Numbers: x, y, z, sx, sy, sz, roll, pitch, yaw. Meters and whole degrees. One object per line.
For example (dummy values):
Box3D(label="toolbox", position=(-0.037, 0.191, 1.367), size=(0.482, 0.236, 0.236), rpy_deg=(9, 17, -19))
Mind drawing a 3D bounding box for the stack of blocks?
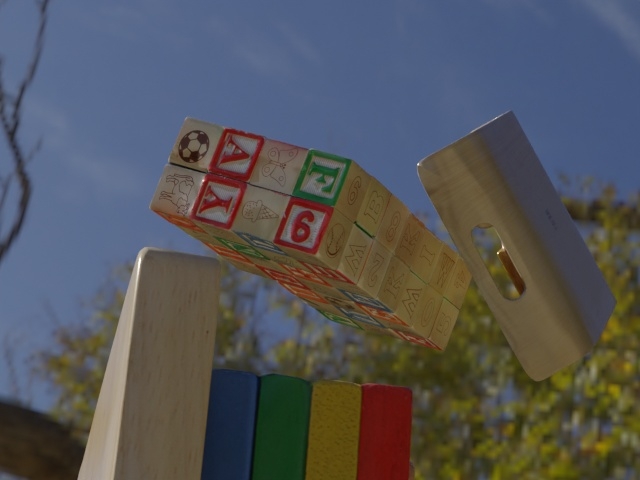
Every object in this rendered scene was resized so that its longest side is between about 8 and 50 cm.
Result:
Box3D(label="stack of blocks", position=(0.000, 0.000, 1.659), size=(0.171, 0.087, 0.297), rpy_deg=(15, -12, 30))

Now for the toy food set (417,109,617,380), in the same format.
Box3D(label="toy food set", position=(0.177, 0.002, 1.745), size=(0.092, 0.306, 0.220), rpy_deg=(-28, -89, 17))

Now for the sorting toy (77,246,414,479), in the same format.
Box3D(label="sorting toy", position=(-0.040, 0.172, 0.579), size=(0.089, 0.257, 0.255), rpy_deg=(8, -25, -9))
